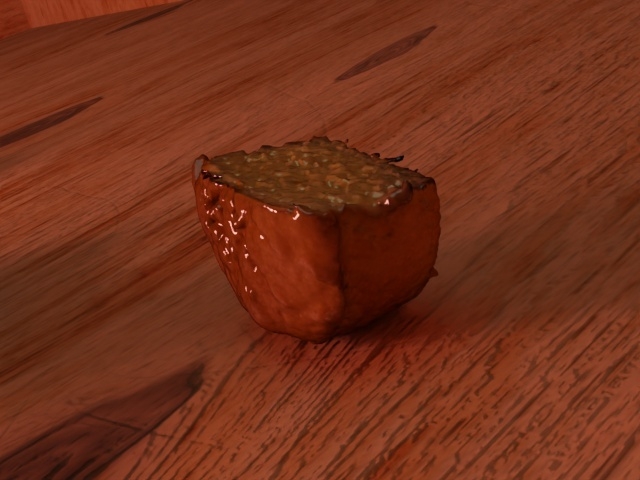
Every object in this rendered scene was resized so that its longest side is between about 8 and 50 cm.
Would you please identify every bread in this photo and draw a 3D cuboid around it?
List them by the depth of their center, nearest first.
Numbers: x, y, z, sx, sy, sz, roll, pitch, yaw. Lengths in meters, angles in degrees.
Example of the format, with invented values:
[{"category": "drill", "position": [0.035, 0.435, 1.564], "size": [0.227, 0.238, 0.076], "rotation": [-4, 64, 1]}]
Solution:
[{"category": "bread", "position": [0.000, 0.000, 0.863], "size": [0.143, 0.139, 0.229], "rotation": [-19, 19, -16]}]
